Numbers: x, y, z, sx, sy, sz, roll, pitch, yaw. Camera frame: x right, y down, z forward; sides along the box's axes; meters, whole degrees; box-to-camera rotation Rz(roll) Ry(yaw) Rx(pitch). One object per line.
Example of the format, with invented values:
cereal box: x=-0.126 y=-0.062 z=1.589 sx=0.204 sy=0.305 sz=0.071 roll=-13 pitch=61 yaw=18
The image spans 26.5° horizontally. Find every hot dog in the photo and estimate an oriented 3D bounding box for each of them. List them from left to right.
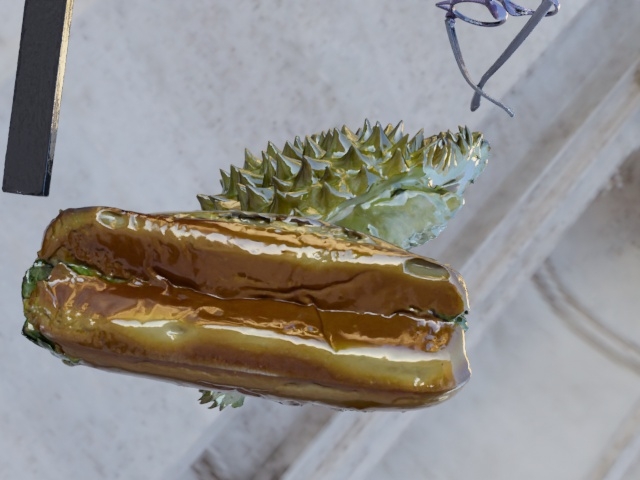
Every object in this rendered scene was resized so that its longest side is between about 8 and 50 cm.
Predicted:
hot dog: x=-0.042 y=0.035 z=0.791 sx=0.269 sy=0.115 sz=0.072 roll=10 pitch=-13 yaw=6

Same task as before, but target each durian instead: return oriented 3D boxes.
durian: x=0.000 y=0.000 z=1.032 sx=0.166 sy=0.306 sz=0.172 roll=50 pitch=-2 yaw=-18

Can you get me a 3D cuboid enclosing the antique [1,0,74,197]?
antique: x=-0.178 y=-0.124 z=0.874 sx=0.031 sy=0.192 sz=0.015 roll=8 pitch=0 yaw=9

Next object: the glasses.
glasses: x=0.149 y=-0.166 z=1.210 sx=0.062 sy=0.104 sz=0.140 roll=23 pitch=-11 yaw=-32
